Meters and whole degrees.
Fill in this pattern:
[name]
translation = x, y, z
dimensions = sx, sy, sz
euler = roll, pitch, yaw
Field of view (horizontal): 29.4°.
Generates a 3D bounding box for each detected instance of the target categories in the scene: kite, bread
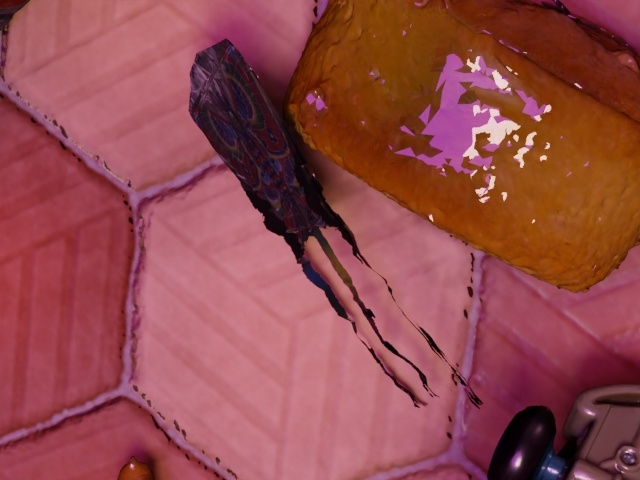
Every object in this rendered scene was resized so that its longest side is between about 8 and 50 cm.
[kite]
translation = 0.000, 0.000, 0.788
dimensions = 0.015, 0.152, 0.285
euler = -37, 89, -18
[bread]
translation = 0.088, -0.080, 0.723
dimensions = 0.260, 0.147, 0.160
euler = 35, 105, 13

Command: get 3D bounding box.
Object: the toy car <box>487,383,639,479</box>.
[toy car]
translation = 0.166, 0.230, 0.709
dimensions = 0.204, 0.248, 0.198
euler = 26, 144, 15

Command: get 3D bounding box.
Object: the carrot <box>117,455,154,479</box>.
[carrot]
translation = -0.149, 0.276, 0.907
dimensions = 0.059, 0.059, 0.248
euler = 14, 99, 18

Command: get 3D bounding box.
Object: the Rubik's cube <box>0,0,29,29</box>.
[Rubik's cube]
translation = -0.334, -0.303, 0.734
dimensions = 0.358, 0.363, 0.362
euler = -35, 90, 23
